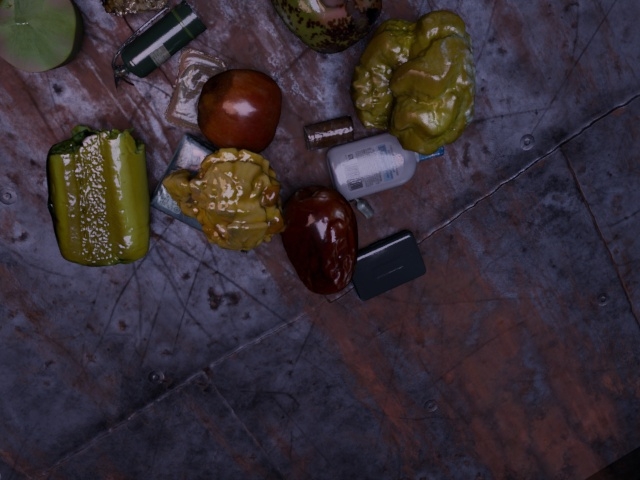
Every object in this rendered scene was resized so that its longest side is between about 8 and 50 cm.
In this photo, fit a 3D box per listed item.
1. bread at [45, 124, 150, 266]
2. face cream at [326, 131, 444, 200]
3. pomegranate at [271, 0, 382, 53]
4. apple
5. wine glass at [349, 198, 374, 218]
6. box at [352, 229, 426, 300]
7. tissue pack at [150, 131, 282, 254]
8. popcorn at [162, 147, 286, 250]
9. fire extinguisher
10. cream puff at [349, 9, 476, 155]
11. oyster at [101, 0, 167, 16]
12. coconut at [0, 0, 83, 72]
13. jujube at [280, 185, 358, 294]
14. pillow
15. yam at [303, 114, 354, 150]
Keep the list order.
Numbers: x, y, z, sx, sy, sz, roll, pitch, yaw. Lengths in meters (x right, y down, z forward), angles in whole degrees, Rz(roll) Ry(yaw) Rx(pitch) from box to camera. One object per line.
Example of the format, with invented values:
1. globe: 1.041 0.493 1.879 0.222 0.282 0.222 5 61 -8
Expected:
1. bread: -0.579 -0.115 1.601 0.250 0.208 0.377 -1 108 -5
2. face cream: 0.192 -0.232 1.753 0.336 0.080 0.163 -17 103 -3
3. pomegranate: 0.029 -0.607 1.468 0.284 0.341 0.285 -2 104 -9
4. apple: -0.212 -0.343 1.582 0.229 0.230 0.230 -3 108 -8
5. wine glass: 0.125 -0.101 1.808 0.038 0.042 0.083 -29 115 31
6. box: 0.202 0.078 1.873 0.230 0.050 0.160 -24 109 -1
7. tissue pack: -0.292 -0.129 1.700 0.315 0.103 0.228 28 104 -16
8. popcorn: -0.237 -0.111 1.537 0.332 0.225 0.265 21 123 -1
9. fire extinguisher: -0.438 -0.498 1.563 0.294 0.093 0.118 -36 151 4
10. cream puff: 0.220 -0.400 1.560 0.275 0.378 0.379 -9 109 -14
11. oyster: -0.461 -0.611 1.515 0.177 0.106 0.056 -4 137 -8
12. coconut: -0.679 -0.510 1.445 0.235 0.236 0.205 -19 107 -3
13. jujube: 0.000 0.000 1.735 0.222 0.223 0.318 -14 119 -4
14. pillow: -0.338 -0.406 1.639 0.135 0.034 0.211 14 104 -13
15. yam: 0.026 -0.303 1.708 0.141 0.079 0.079 -13 109 -4
